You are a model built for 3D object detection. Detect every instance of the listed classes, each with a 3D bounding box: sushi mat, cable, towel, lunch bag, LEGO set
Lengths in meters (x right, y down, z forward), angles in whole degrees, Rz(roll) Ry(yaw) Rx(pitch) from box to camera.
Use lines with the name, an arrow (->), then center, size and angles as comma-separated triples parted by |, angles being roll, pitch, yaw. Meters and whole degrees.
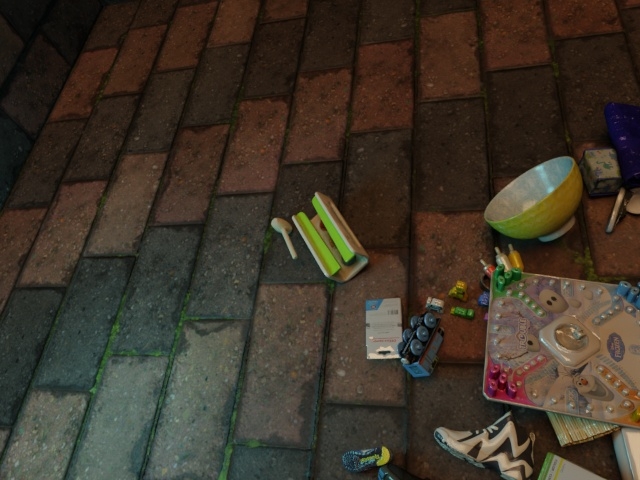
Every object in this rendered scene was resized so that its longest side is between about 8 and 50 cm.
sushi mat -> 0.601, 0.337, 1.293 | 0.151, 0.019, 0.317 | -30, 43, 19
cable -> 0.550, 0.148, 1.452 | 0.139, 0.072, 0.287 | -30, 56, 3
towel -> 0.975, -0.278, 1.539 | 0.227, 0.076, 0.308 | 11, 56, -9
lunch bag -> 0.870, -0.207, 1.562 | 0.151, 0.096, 0.129 | -6, 57, 2
LEGO set -> 0.411, 0.168, 1.467 | 0.227, 0.093, 0.087 | 13, 64, 24

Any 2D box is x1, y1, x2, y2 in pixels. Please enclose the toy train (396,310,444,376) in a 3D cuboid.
toy train -> 0.280, 0.280, 1.426 | 0.080, 0.105, 0.184 | -25, 21, 50

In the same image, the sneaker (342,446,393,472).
sneaker -> 0.123, 0.561, 1.337 | 0.144, 0.059, 0.053 | -19, 65, 28

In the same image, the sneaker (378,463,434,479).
sneaker -> 0.292, 0.630, 1.223 | 0.340, 0.125, 0.139 | 28, 45, 30

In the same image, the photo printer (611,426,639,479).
photo printer -> 0.790, 0.548, 1.109 | 0.255, 0.107, 0.308 | -5, 58, 14

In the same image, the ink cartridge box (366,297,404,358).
ink cartridge box -> 0.186, 0.261, 1.496 | 0.104, 0.060, 0.180 | -5, 58, 13

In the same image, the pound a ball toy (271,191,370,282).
pound a ball toy -> 0.000, 0.000, 1.694 | 0.208, 0.135, 0.319 | -44, 54, 18

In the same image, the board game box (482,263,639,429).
board game box -> 0.615, 0.238, 1.283 | 0.389, 0.050, 0.390 | 7, 51, 15

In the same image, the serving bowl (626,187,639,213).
serving bowl -> 0.928, -0.112, 1.521 | 0.083, 0.027, 0.083 | -17, 59, 32

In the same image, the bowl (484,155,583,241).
bowl -> 0.637, -0.091, 1.505 | 0.289, 0.289, 0.156 | -42, 100, -11

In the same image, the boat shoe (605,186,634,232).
boat shoe -> 0.865, -0.086, 1.506 | 0.040, 0.049, 0.142 | 21, 82, 20

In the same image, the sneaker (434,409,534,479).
sneaker -> 0.410, 0.473, 1.278 | 0.234, 0.094, 0.153 | 17, 64, 25

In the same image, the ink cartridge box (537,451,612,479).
ink cartridge box -> 0.579, 0.590, 1.082 | 0.255, 0.097, 0.189 | 14, 75, 49
